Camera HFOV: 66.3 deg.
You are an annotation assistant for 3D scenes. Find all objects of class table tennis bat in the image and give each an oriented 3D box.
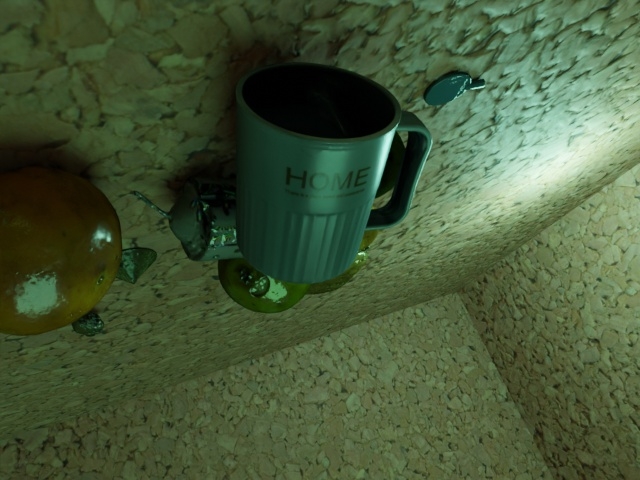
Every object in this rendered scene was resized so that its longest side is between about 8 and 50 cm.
[{"bbox_3d":[0.304,-0.344,1.105,0.155,0.019,0.100,-15,158,-17],"label":"table tennis bat"}]

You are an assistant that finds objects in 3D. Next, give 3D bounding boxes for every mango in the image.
[{"bbox_3d":[0.116,-0.052,1.527,0.141,0.102,0.217,3,154,0],"label":"mango"}]

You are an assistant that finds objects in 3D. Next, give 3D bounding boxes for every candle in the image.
[{"bbox_3d":[-0.228,-0.049,1.046,0.330,0.187,0.187,-3,152,-38],"label":"candle"}]

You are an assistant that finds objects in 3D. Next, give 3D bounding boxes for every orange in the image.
[{"bbox_3d":[-0.466,0.020,0.816,0.226,0.284,0.284,20,157,4],"label":"orange"}]

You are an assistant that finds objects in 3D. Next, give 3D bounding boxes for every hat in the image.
[{"bbox_3d":[-0.484,0.082,1.254,0.146,0.067,0.146,-20,159,-8],"label":"hat"}]

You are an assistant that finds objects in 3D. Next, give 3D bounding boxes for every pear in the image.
[{"bbox_3d":[-0.148,0.073,1.343,0.269,0.269,0.321,-31,170,20],"label":"pear"}]

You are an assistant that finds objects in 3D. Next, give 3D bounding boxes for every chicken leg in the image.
[{"bbox_3d":[-0.700,0.262,1.484,0.085,0.069,0.198,-12,164,-23],"label":"chicken leg"}]

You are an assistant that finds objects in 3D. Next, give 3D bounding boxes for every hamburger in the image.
[{"bbox_3d":[0.036,0.089,1.732,0.259,0.145,0.283,-5,148,-35],"label":"hamburger"}]

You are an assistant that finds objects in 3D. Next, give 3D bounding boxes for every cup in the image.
[{"bbox_3d":[-0.001,-0.124,0.880,0.331,0.257,0.311,-31,147,-38],"label":"cup"}]

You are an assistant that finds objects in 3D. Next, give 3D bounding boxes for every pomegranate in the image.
[{"bbox_3d":[0.079,-0.177,1.087,0.187,0.187,0.225,-12,-178,-28],"label":"pomegranate"}]
